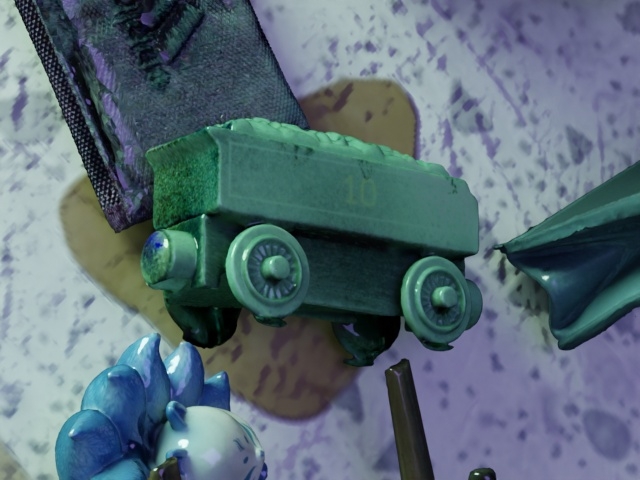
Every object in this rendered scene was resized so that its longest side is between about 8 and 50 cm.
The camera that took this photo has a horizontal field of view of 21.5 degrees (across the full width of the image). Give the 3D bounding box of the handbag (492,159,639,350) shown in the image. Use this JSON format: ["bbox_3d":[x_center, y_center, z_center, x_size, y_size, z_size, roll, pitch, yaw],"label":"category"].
[{"bbox_3d":[0.214,-0.034,0.807,0.229,0.179,0.062,-30,91,-31],"label":"handbag"}]

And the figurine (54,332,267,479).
[{"bbox_3d":[-0.066,0.089,0.681,0.114,0.079,0.114,-7,90,-65],"label":"figurine"}]

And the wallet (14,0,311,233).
[{"bbox_3d":[-0.079,-0.096,0.759,0.111,0.030,0.165,-24,92,-34],"label":"wallet"}]

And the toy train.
[{"bbox_3d":[0.000,0.000,0.740,0.172,0.070,0.099,10,74,-36],"label":"toy train"}]

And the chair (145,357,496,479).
[{"bbox_3d":[0.061,0.195,0.652,0.188,0.166,0.272,-16,98,-49],"label":"chair"}]
